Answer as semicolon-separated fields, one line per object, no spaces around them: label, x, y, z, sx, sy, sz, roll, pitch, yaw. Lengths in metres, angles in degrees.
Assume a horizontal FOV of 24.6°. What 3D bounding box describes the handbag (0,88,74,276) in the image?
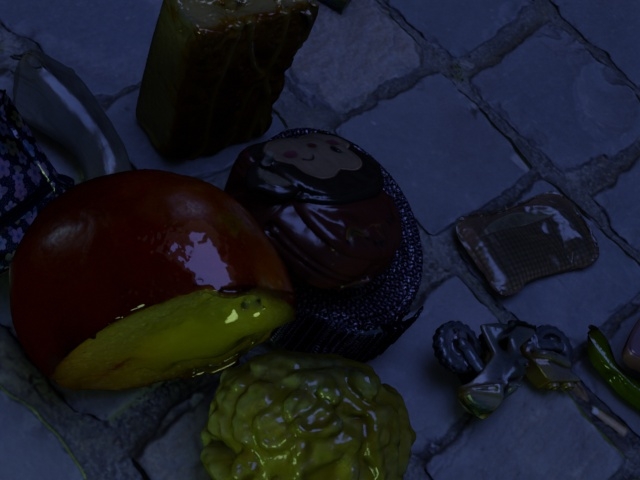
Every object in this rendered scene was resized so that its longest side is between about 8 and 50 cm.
handbag;-0.414;-0.055;1.747;0.228;0.127;0.208;-39;108;-26

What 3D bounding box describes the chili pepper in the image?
chili pepper;0.429;0.195;1.978;0.201;0.050;0.052;39;15;3

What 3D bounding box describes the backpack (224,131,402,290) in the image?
backpack;-0.003;-0.030;1.768;0.229;0.139;0.229;20;36;-15

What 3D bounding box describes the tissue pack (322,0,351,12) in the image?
tissue pack;0.014;-0.417;2.225;0.111;0.079;0.085;31;53;2

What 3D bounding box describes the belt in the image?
belt;0.000;0.000;1.907;0.260;0.122;0.325;6;54;-22

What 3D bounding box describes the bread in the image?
bread;-0.128;-0.225;1.916;0.185;0.275;0.114;-18;65;-29

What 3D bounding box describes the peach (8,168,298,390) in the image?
peach;-0.184;0.060;1.668;0.338;0.281;0.281;15;44;32

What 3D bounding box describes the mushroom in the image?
mushroom;-0.317;-0.139;1.901;0.096;0.099;0.278;-30;74;-28

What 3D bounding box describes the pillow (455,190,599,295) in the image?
pillow;0.295;-0.001;2.073;0.211;0.034;0.135;-19;64;-32

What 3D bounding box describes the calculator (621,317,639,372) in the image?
calculator;0.545;0.160;2.024;0.220;0.048;0.329;46;41;16

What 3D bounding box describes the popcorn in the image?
popcorn;-0.014;0.238;1.690;0.249;0.249;0.225;1;86;-20

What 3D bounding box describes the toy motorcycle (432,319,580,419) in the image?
toy motorcycle;0.244;0.170;1.907;0.229;0.094;0.130;4;59;-34
